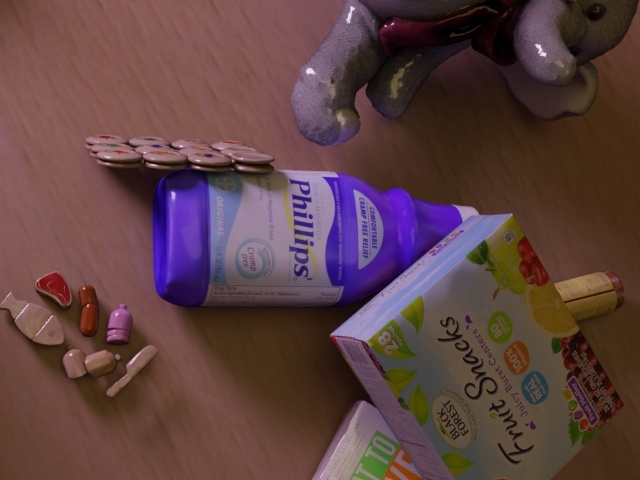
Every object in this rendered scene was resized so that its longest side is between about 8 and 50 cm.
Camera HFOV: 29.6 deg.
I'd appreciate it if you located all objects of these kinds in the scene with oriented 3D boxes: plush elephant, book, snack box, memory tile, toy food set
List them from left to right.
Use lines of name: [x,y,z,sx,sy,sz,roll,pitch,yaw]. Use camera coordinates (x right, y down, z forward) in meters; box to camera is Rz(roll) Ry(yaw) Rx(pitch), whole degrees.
toy food set: [-0.198,0.072,1.005,0.122,0.019,0.078,43,68,5]
memory tile: [-0.120,-0.074,1.019,0.148,0.113,0.012,1,103,-17]
book: [0.069,0.216,1.044,0.144,0.035,0.096,33,71,-10]
snack box: [0.134,0.110,1.011,0.174,0.070,0.207,-38,106,-21]
plush elephant: [0.156,-0.213,1.053,0.255,0.271,0.330,25,43,17]

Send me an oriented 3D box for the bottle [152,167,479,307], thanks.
bottle: [0.000,0.000,1.043,0.283,0.092,0.118,2,77,-17]

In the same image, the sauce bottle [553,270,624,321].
sauce bottle: [0.218,0.059,1.123,0.128,0.042,0.042,-11,79,-19]
